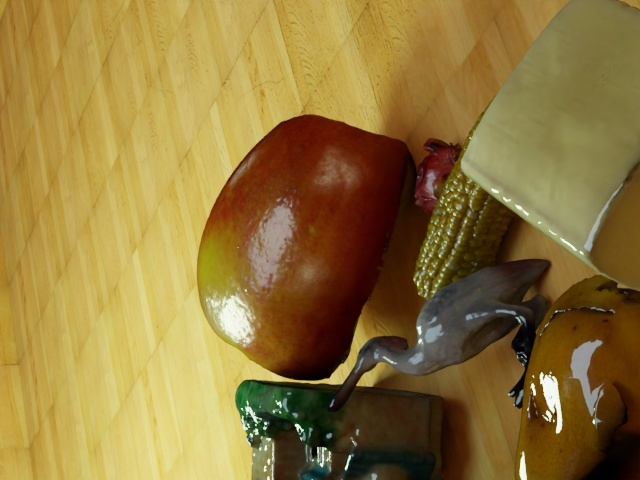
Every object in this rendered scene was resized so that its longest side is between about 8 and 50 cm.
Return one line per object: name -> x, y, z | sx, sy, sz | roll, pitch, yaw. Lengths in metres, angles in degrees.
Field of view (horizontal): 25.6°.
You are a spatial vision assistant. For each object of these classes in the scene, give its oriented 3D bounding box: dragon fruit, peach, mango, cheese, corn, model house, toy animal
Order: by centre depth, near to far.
cheese -> 0.293, -0.109, 1.442 | 0.242, 0.124, 0.265 | -52, 34, 5
mango -> 0.287, 0.171, 1.473 | 0.201, 0.153, 0.287 | 54, 135, 46
toy animal -> 0.160, 0.110, 1.692 | 0.324, 0.090, 0.195 | -5, 51, 35
corn -> 0.196, -0.049, 1.738 | 0.102, 0.102, 0.313 | 55, 133, 50
dragon fruit -> 0.155, -0.071, 1.850 | 0.112, 0.068, 0.126 | 145, 123, -61
model house -> 0.018, 0.335, 1.895 | 0.312, 0.245, 0.280 | 169, 106, -72
peach -> -0.031, -0.004, 1.972 | 0.380, 0.242, 0.306 | -63, 13, 10
